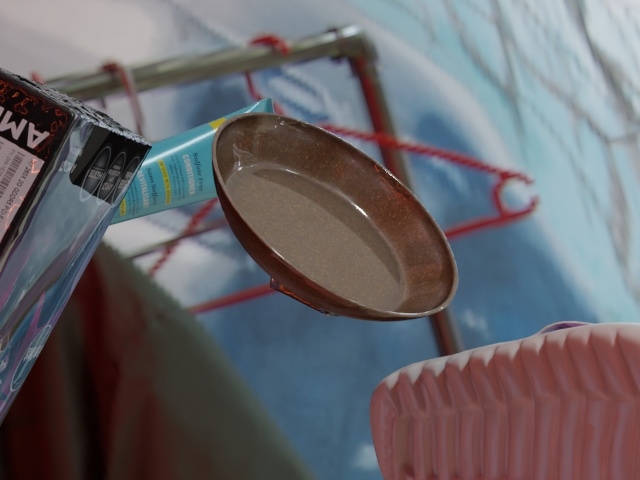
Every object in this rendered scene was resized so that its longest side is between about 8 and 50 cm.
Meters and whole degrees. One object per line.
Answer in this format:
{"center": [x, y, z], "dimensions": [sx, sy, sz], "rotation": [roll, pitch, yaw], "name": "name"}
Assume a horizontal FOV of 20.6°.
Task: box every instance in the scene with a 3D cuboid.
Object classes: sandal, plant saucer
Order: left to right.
{"center": [0.003, -0.009, 1.210], "dimensions": [0.199, 0.198, 0.036], "rotation": [-14, -34, -56], "name": "plant saucer"}
{"center": [0.191, 0.127, 1.213], "dimensions": [0.102, 0.169, 0.416], "rotation": [-17, 12, -37], "name": "sandal"}

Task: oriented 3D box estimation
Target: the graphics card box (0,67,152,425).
{"center": [-0.258, 0.065, 1.191], "dimensions": [0.094, 0.370, 0.233], "rotation": [28, 1, 7], "name": "graphics card box"}

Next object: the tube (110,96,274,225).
{"center": [-0.124, -0.060, 1.534], "dimensions": [0.207, 0.080, 0.052], "rotation": [-20, 27, -28], "name": "tube"}

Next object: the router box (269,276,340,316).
{"center": [0.000, 0.000, 1.641], "dimensions": [0.038, 0.122, 0.092], "rotation": [-4, 19, -40], "name": "router box"}
